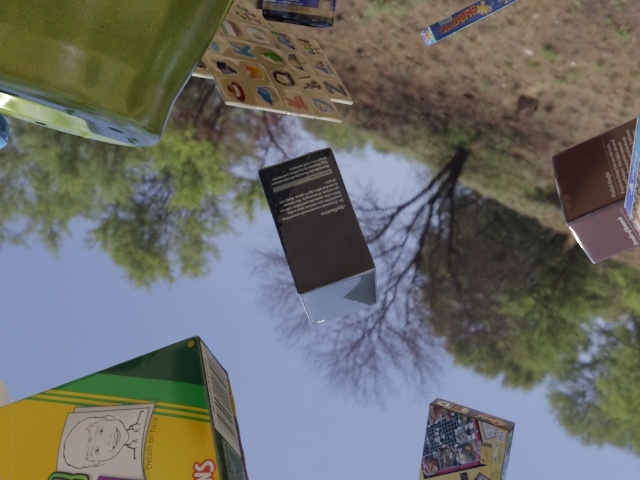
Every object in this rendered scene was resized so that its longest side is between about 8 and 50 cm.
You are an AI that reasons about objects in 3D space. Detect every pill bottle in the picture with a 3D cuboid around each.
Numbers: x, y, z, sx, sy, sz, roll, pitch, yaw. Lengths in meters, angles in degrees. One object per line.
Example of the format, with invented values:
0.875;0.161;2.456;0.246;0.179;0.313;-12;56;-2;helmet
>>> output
-0.025;-0.465;1.347;0.123;0.219;0.123;7;-165;-2;pill bottle

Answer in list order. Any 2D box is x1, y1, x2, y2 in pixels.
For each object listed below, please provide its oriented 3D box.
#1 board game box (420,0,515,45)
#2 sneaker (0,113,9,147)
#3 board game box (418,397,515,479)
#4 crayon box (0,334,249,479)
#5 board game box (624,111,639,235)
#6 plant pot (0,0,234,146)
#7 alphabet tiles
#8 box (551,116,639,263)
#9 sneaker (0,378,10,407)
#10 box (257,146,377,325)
0.300;-0.445;1.612;0.035;0.201;0.136;63;-177;-9;board game box
-0.419;-0.088;0.936;0.126;0.240;0.091;-18;-106;-36;sneaker
0.281;0.449;1.623;0.165;0.243;0.042;14;-163;28;board game box
-0.220;0.310;0.792;0.106;0.313;0.362;66;-175;-51;crayon box
0.495;-0.021;0.892;0.232;0.141;0.291;-5;-144;3;board game box
-0.219;-0.284;0.752;0.367;0.352;0.366;16;177;1;plant pot
-0.108;-0.306;1.360;0.343;0.011;0.285;2;-132;-40;alphabet tiles
0.620;-0.128;1.453;0.143;0.382;0.191;47;-148;-35;box
-0.521;0.255;1.172;0.108;0.292;0.169;-15;-119;-6;sneaker
0.000;0.000;0.974;0.156;0.093;0.158;76;176;-71;box
